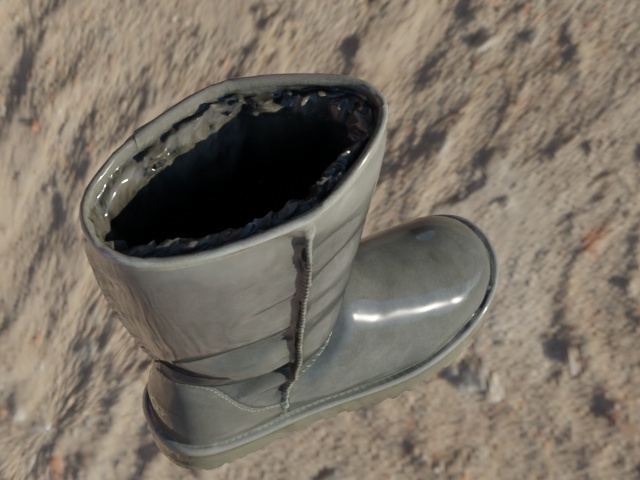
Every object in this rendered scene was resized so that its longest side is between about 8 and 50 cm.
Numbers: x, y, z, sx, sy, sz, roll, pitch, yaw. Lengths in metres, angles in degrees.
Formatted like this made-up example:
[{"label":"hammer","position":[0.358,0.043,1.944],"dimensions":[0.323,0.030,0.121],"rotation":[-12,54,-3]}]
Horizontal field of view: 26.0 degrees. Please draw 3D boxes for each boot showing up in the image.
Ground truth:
[{"label":"boot","position":[0.002,0.001,0.520],"dimensions":[0.189,0.208,0.076],"rotation":[-33,63,-20]}]
